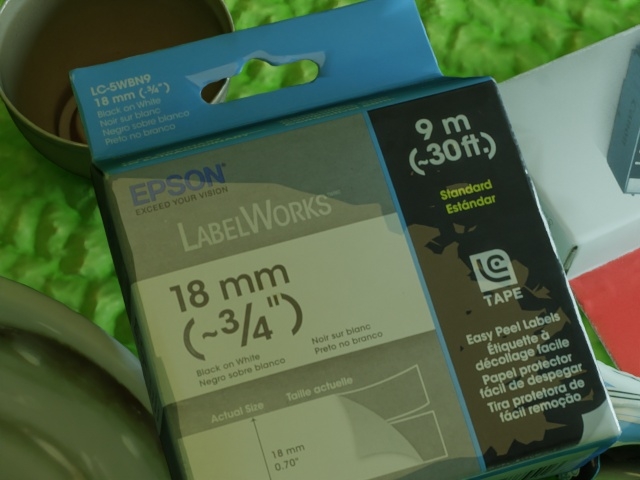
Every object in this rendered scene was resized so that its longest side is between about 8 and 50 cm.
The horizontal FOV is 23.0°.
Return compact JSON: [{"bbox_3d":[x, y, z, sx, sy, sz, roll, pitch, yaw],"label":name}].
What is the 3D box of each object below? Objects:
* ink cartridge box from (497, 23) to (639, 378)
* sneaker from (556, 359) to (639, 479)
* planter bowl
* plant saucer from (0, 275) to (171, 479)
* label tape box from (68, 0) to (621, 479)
[{"bbox_3d":[0.292,-0.042,1.091,0.296,0.066,0.261,-24,64,-15],"label":"ink cartridge box"},{"bbox_3d":[0.141,0.106,0.992,0.237,0.085,0.086,20,57,9],"label":"sneaker"},{"bbox_3d":[-0.139,-0.103,1.076,0.162,0.109,0.162,1,61,-2],"label":"planter bowl"},{"bbox_3d":[-0.231,0.209,0.864,0.400,0.100,0.400,14,60,-25],"label":"plant saucer"},{"bbox_3d":[0.000,0.000,0.926,0.241,0.106,0.333,-15,74,-10],"label":"label tape box"}]
